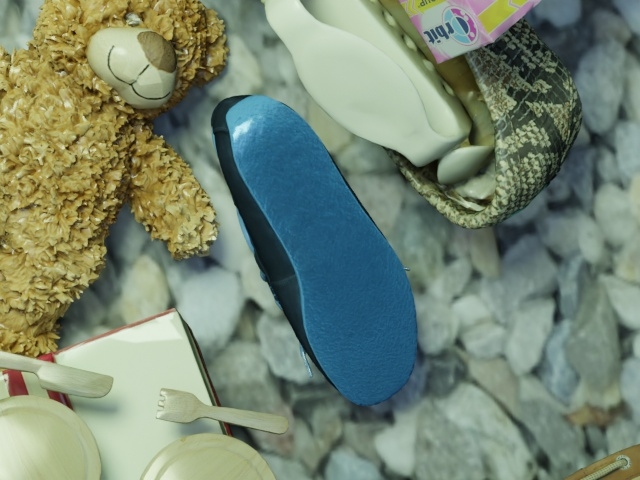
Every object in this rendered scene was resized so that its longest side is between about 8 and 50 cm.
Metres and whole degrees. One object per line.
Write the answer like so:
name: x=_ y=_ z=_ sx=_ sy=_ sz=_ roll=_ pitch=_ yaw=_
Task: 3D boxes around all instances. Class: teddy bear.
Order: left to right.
teddy bear: x=-0.195 y=-0.049 z=0.988 sx=0.338 sy=0.113 sz=0.245 roll=-39 pitch=100 yaw=-2

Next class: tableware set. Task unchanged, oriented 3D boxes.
tableware set: x=-0.120 y=0.148 z=0.812 sx=0.194 sy=0.039 sz=0.128 roll=13 pitch=69 yaw=-7

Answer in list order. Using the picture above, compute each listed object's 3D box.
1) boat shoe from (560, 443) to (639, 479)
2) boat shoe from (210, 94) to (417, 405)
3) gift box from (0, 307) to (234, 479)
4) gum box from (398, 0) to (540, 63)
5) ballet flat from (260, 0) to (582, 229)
boat shoe: x=0.131 y=0.248 z=1.058 sx=0.324 sy=0.122 sz=0.119 roll=-19 pitch=64 yaw=3
boat shoe: x=0.000 y=0.000 z=1.021 sx=0.109 sy=0.089 sz=0.258 roll=-26 pitch=114 yaw=-16
gift box: x=-0.138 y=0.210 z=0.952 sx=0.255 sy=0.276 sz=0.258 roll=-21 pitch=81 yaw=0
gum box: x=0.124 y=-0.216 z=0.919 sx=0.188 sy=0.062 sz=0.107 roll=-42 pitch=104 yaw=-28
ballet flat: x=-0.002 y=-0.203 z=0.950 sx=0.164 sy=0.182 sz=0.483 roll=-33 pitch=102 yaw=40
